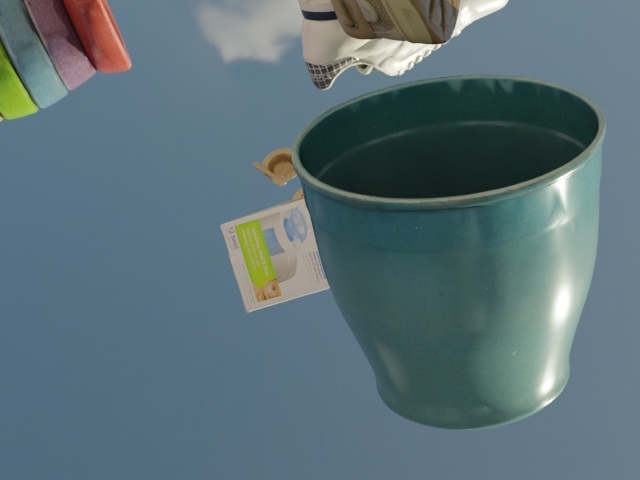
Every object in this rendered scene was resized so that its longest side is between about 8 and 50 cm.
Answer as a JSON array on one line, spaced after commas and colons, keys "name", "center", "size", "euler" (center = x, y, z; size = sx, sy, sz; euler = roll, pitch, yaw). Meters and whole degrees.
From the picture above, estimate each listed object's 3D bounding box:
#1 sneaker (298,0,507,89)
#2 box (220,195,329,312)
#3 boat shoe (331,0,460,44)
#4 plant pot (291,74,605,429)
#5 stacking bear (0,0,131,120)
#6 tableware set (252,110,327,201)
[{"name": "sneaker", "center": [0.085, -0.215, 1.487], "size": [0.235, 0.095, 0.090], "euler": [-14, -162, -23]}, {"name": "box", "center": [0.000, 0.000, 1.810], "size": [0.203, 0.114, 0.103], "euler": [-16, -178, 13]}, {"name": "boat shoe", "center": [0.007, -0.282, 1.200], "size": [0.110, 0.341, 0.122], "euler": [0, -131, 29]}, {"name": "plant pot", "center": [0.126, 0.018, 1.359], "size": [0.271, 0.255, 0.272], "euler": [-7, -153, 4]}, {"name": "stacking bear", "center": [-0.348, -0.186, 1.486], "size": [0.289, 0.164, 0.175], "euler": [-23, -132, -2]}, {"name": "tableware set", "center": [0.003, -0.099, 1.957], "size": [0.168, 0.020, 0.141], "euler": [-38, -126, -20]}]
